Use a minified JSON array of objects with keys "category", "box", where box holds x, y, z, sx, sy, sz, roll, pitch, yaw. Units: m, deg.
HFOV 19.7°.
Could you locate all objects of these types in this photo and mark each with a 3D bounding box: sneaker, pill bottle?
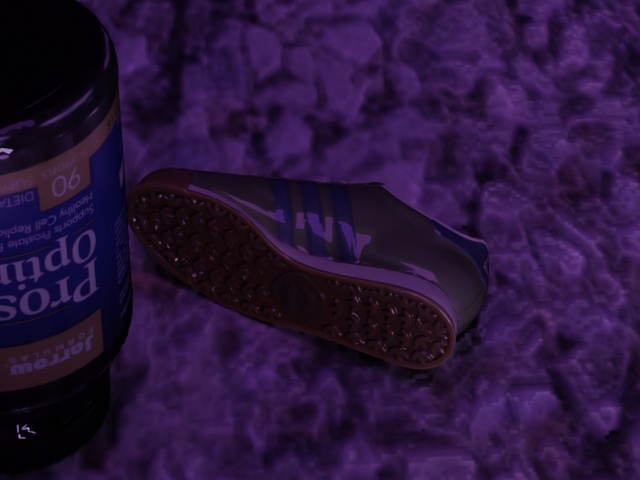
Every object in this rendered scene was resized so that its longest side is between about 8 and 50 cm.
[{"category":"sneaker","box":[0.000,0.000,0.961,0.192,0.064,0.086,22,39,20]},{"category":"pill bottle","box":[-0.147,0.000,0.835,0.123,0.219,0.123,1,43,-1]}]
